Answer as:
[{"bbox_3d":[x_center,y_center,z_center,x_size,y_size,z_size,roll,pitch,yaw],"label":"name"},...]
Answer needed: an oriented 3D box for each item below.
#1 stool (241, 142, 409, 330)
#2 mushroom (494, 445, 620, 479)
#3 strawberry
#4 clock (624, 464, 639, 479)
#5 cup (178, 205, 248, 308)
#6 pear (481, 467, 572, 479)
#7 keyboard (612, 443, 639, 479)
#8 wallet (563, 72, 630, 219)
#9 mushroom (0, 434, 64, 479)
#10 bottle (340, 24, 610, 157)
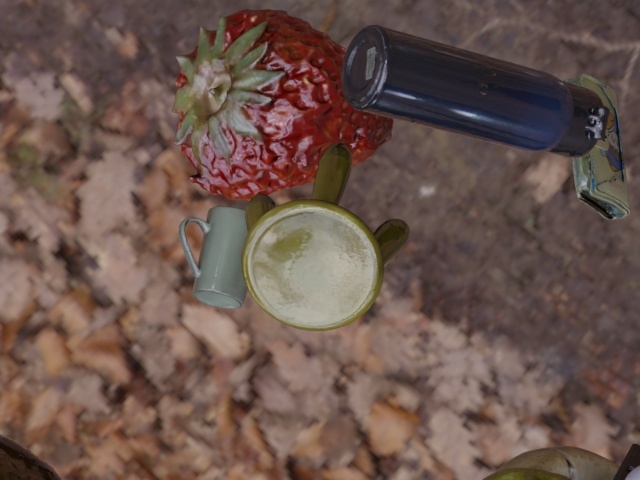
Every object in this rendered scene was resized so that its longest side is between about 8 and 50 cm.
[{"bbox_3d":[0.000,0.000,1.262,0.135,0.110,0.134,10,114,5],"label":"stool"},{"bbox_3d":[0.301,0.323,1.815,0.254,0.189,0.195,28,131,-18],"label":"mushroom"},{"bbox_3d":[-0.024,-0.131,1.674,0.205,0.244,0.205,-15,68,43],"label":"strawberry"},{"bbox_3d":[0.334,0.205,1.192,0.189,0.254,0.189,17,117,35],"label":"clock"},{"bbox_3d":[-0.090,0.012,1.442,0.054,0.083,0.075,-3,155,37],"label":"cup"},{"bbox_3d":[0.191,0.286,1.581,0.104,0.141,0.141,20,134,26],"label":"pear"},{"bbox_3d":[0.280,0.254,1.440,0.067,0.202,0.011,38,126,7],"label":"keyboard"},{"bbox_3d":[0.328,-0.112,1.868,0.039,0.155,0.110,-15,158,30],"label":"wallet"},{"bbox_3d":[-0.238,0.252,1.155,0.194,0.138,0.231,-117,23,-55],"label":"mushroom"},{"bbox_3d":[0.135,-0.122,1.356,0.082,0.244,0.072,4,84,61],"label":"bottle"}]
